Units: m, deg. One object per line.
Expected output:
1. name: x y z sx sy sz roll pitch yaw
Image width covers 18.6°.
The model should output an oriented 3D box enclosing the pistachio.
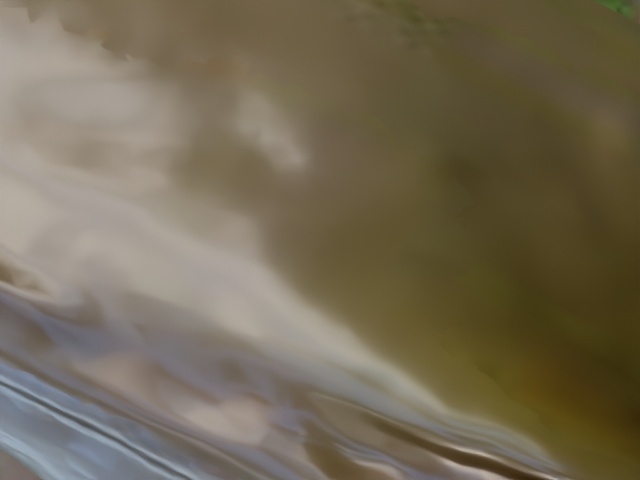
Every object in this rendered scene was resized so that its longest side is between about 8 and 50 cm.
1. pistachio: 0.000 0.000 0.469 0.163 0.260 0.213 -61 -3 15
